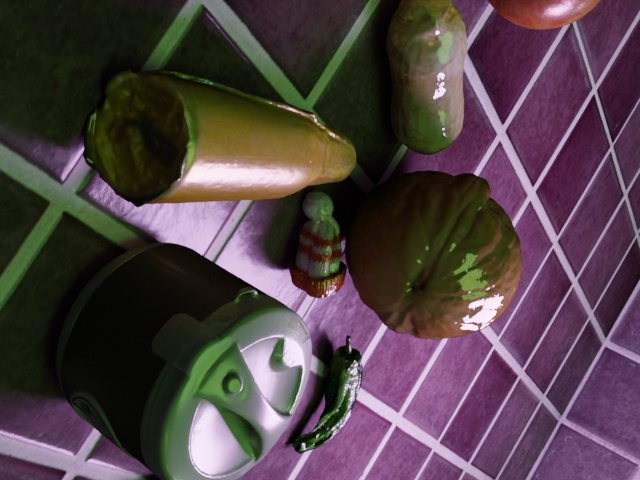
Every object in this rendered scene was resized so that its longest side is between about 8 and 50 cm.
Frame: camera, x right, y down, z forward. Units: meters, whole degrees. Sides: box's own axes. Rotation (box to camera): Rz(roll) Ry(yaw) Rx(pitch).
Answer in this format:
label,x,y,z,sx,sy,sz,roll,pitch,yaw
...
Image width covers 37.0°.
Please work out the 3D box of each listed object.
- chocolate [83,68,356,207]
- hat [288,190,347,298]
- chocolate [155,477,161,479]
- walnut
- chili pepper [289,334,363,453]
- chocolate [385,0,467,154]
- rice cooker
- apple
label,x,y,z,sx,sy,sz,roll,pitch,yaw
chocolate,-0.103,-0.128,1.277,0.445,0.162,0.162,-4,116,-58
hat,0.000,0.000,1.552,0.112,0.094,0.162,-53,152,-69
chocolate,-0.246,0.434,1.532,0.149,0.080,0.125,-39,130,-22
walnut,0.196,0.019,1.639,0.333,0.333,0.332,-34,139,-37
chili pepper,0.027,0.279,1.818,0.122,0.065,0.278,-15,129,-54
chocolate,0.174,-0.273,1.563,0.134,0.134,0.309,-44,146,-28
rice cooker,-0.171,0.168,1.253,0.288,0.277,0.288,-36,141,-36
apple,0.386,-0.487,1.617,0.254,0.254,0.253,-34,139,-37
